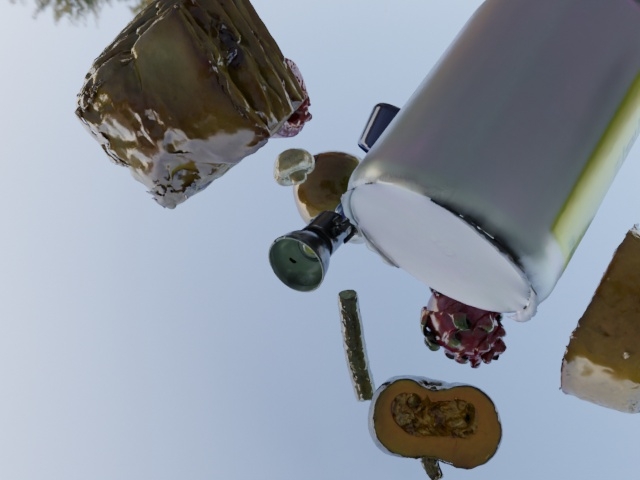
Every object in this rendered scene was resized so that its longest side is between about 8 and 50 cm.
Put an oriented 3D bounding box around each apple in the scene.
[{"bbox_3d":[0.067,-0.190,1.690,0.304,0.338,0.339,-1,-126,40],"label":"apple"}]

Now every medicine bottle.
[{"bbox_3d":[0.208,-0.128,0.454,0.213,0.213,0.379,31,-105,20],"label":"medicine bottle"}]

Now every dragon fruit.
[{"bbox_3d":[0.351,0.172,1.073,0.198,0.218,0.273,18,-123,-7],"label":"dragon fruit"}]

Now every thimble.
[{"bbox_3d":[-0.112,-0.300,0.927,0.124,0.163,0.189,1,-164,24],"label":"thimble"}]

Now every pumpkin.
[{"bbox_3d":[0.265,0.469,1.099,0.324,0.232,0.242,11,-111,-2],"label":"pumpkin"}]

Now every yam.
[{"bbox_3d":[0.110,0.334,1.340,0.083,0.083,0.372,-13,-78,-4],"label":"yam"}]

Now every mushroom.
[{"bbox_3d":[-0.086,-0.233,1.381,0.148,0.148,0.112,-24,-95,-10],"label":"mushroom"}]

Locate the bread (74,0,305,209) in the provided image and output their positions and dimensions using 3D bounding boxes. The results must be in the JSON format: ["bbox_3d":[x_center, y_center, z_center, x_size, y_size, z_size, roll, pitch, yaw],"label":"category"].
[{"bbox_3d":[-0.213,-0.222,0.677,0.324,0.277,0.167,-29,-158,16],"label":"bread"}]

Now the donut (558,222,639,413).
[{"bbox_3d":[0.456,0.123,0.625,0.108,0.278,0.277,25,-117,40],"label":"donut"}]

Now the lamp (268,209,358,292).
[{"bbox_3d":[0.000,0.000,1.046,0.147,0.172,0.227,55,-139,-10],"label":"lamp"}]

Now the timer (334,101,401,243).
[{"bbox_3d":[0.167,-0.158,1.223,0.270,0.270,0.384,37,-80,22],"label":"timer"}]
